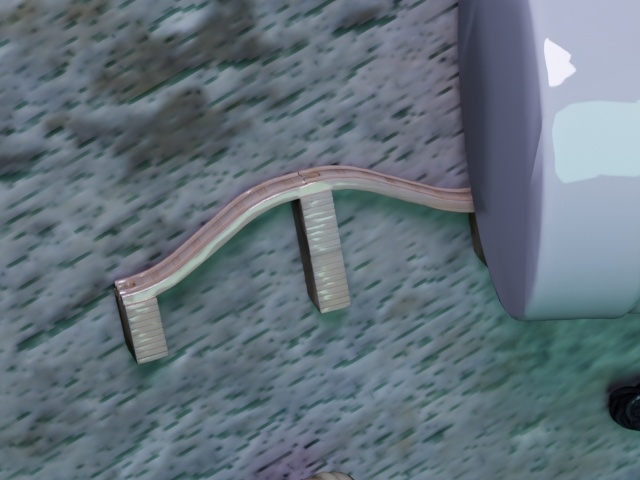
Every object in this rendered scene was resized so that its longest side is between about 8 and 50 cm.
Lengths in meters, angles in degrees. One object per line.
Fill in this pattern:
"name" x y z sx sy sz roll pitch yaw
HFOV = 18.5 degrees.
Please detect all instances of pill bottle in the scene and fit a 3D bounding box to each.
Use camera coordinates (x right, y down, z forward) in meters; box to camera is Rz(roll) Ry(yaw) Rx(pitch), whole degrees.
"pill bottle" 0.271 -0.068 0.800 0.407 0.229 0.229 -4 113 -6

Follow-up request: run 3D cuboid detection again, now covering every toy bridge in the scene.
"toy bridge" 0.000 0.000 0.873 0.188 0.026 0.063 -15 114 -10

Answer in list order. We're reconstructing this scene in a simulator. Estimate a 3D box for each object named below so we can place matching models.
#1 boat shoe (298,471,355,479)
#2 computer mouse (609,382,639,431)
"boat shoe" -0.060 0.230 0.907 0.089 0.104 0.285 18 107 -25
"computer mouse" 0.186 0.160 0.987 0.106 0.042 0.193 -1 106 -21
